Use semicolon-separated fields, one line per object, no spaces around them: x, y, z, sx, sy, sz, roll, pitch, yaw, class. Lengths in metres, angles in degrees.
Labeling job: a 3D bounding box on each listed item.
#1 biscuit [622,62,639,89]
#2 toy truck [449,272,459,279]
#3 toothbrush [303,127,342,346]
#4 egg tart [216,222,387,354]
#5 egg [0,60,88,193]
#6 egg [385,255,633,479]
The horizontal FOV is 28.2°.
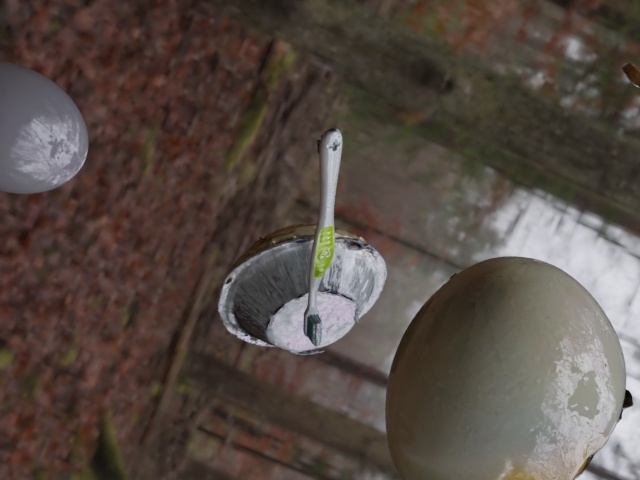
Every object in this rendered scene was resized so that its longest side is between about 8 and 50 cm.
0.445;-0.176;1.618;0.023;0.140;0.118;-55;154;16;biscuit
0.197;0.098;1.551;0.052;0.123;0.063;-33;157;-44;toy truck
0.000;0.000;1.159;0.263;0.022;0.026;94;-26;-42;toothbrush
-0.020;0.078;1.679;0.234;0.234;0.094;117;-34;-43;egg tart
-0.368;-0.135;1.489;0.146;0.199;0.146;-53;-165;21;egg
0.172;0.135;1.334;0.286;0.174;0.264;-50;-137;-13;egg
